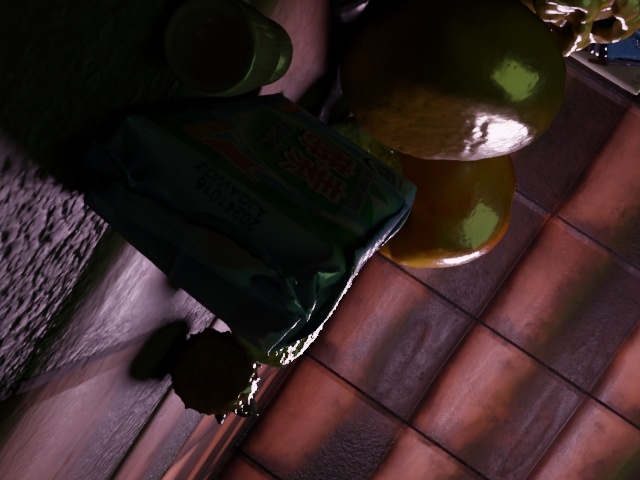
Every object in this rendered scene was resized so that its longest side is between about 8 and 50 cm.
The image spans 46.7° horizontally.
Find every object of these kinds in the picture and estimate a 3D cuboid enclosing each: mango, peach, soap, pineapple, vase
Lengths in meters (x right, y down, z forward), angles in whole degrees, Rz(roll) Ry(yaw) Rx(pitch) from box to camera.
[{"bbox_3d":[0.124,-0.148,0.690,0.332,0.195,0.142,-146,-105,-76],"label":"mango"},{"bbox_3d":[0.205,-0.108,1.301,0.308,0.289,0.289,-41,165,-43],"label":"peach"},{"bbox_3d":[-0.030,-0.028,0.499,0.077,0.156,0.293,-57,174,22],"label":"soap"},{"bbox_3d":[-0.132,0.182,0.976,0.237,0.111,0.119,101,-2,-77],"label":"pineapple"},{"bbox_3d":[-0.048,-0.110,0.425,0.053,0.053,0.100,-58,177,17],"label":"vase"}]

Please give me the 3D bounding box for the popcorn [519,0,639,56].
[{"bbox_3d":[0.204,-0.287,0.652,0.190,0.250,0.250,-31,-175,25],"label":"popcorn"}]

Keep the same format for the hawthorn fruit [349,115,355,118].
[{"bbox_3d":[0.049,-0.126,0.956,0.077,0.077,0.077,-55,173,-10],"label":"hawthorn fruit"}]

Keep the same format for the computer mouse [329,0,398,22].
[{"bbox_3d":[0.066,-0.242,0.552,0.192,0.062,0.106,-58,172,33],"label":"computer mouse"}]

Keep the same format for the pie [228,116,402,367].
[{"bbox_3d":[0.000,0.000,0.864,0.323,0.071,0.323,-46,154,-31],"label":"pie"}]

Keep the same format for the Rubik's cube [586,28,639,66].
[{"bbox_3d":[0.445,-0.381,0.818,0.310,0.305,0.307,-27,-163,1],"label":"Rubik's cube"}]

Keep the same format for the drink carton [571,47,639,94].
[{"bbox_3d":[0.402,-0.385,1.112,0.194,0.325,0.132,-60,172,27],"label":"drink carton"}]
